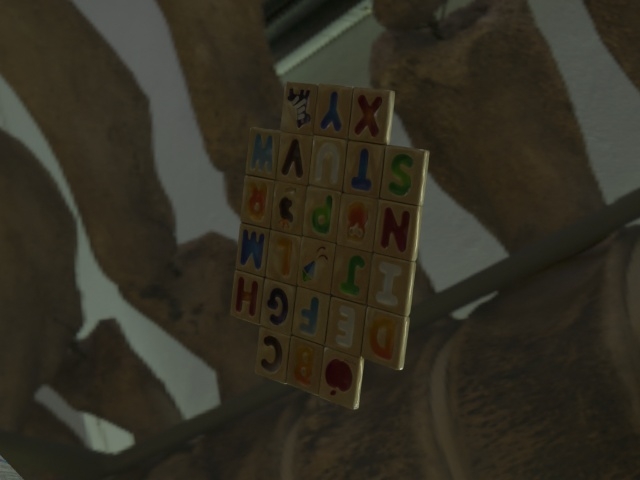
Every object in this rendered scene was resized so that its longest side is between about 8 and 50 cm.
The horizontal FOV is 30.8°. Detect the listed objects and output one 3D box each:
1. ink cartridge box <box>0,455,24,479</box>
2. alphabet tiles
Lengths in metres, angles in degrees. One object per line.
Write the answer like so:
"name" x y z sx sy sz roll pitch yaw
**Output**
"ink cartridge box" -0.370 0.171 1.067 0.209 0.109 0.062 44 -102 7
"alphabet tiles" 0.000 0.000 1.284 0.285 0.011 0.343 13 -80 46
